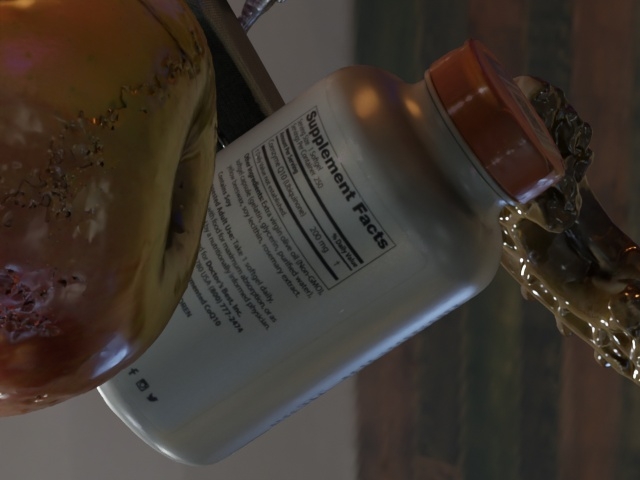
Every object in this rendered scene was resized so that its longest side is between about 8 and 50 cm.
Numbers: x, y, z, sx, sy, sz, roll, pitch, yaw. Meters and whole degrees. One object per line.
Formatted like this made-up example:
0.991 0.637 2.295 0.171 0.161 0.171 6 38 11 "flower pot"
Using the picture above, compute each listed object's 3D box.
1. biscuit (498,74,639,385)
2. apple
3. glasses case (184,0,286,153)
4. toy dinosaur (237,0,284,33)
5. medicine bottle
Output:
0.261 0.000 1.765 0.115 0.268 0.366 -39 -79 -11 "biscuit"
-0.100 -0.021 0.516 0.146 0.146 0.146 -16 -69 -47 "apple"
-0.063 -0.083 1.176 0.074 0.131 0.323 -24 -40 6 "glasses case"
-0.031 -0.309 1.594 0.077 0.162 0.294 5 -61 -8 "toy dinosaur"
0.000 0.000 1.048 0.289 0.157 0.157 -34 -41 15 "medicine bottle"
